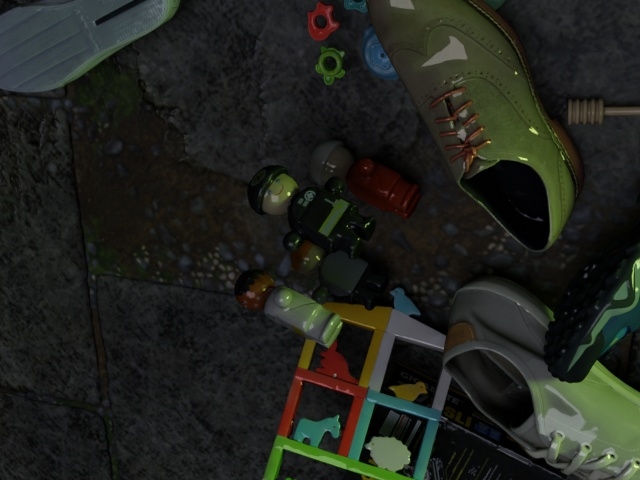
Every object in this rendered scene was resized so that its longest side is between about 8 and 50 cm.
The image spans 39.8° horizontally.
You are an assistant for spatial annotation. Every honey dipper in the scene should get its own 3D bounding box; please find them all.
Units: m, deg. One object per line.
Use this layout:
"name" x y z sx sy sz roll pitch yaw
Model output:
"honey dipper" 0.352 -0.142 0.960 0.161 0.030 0.030 1 113 15

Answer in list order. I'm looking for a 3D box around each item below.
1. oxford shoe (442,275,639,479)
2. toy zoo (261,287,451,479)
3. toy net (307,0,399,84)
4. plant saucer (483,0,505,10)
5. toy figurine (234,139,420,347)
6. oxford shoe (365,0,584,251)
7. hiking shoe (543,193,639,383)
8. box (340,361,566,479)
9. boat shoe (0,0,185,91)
"oxford shoe" 0.316 0.230 1.050 0.449 0.130 0.169 41 146 2
"toy zoo" 0.058 0.199 1.118 0.193 0.030 0.293 16 78 8
"toy net" 0.045 -0.294 0.997 0.122 0.045 0.232 3 112 21
"plant saucer" 0.130 -0.318 0.926 0.195 0.037 0.194 1 108 2
"toy figurine" 0.000 0.000 1.047 0.148 0.213 0.209 28 122 18
"oxford shoe" 0.166 -0.137 0.933 0.123 0.130 0.348 -30 111 38
"hiking shoe" 0.365 0.043 0.946 0.132 0.113 0.304 35 98 -4
"box" 0.157 0.359 1.221 0.257 0.079 0.321 26 119 10
"boat shoe" -0.291 -0.261 1.101 0.303 0.094 0.109 -13 105 23
